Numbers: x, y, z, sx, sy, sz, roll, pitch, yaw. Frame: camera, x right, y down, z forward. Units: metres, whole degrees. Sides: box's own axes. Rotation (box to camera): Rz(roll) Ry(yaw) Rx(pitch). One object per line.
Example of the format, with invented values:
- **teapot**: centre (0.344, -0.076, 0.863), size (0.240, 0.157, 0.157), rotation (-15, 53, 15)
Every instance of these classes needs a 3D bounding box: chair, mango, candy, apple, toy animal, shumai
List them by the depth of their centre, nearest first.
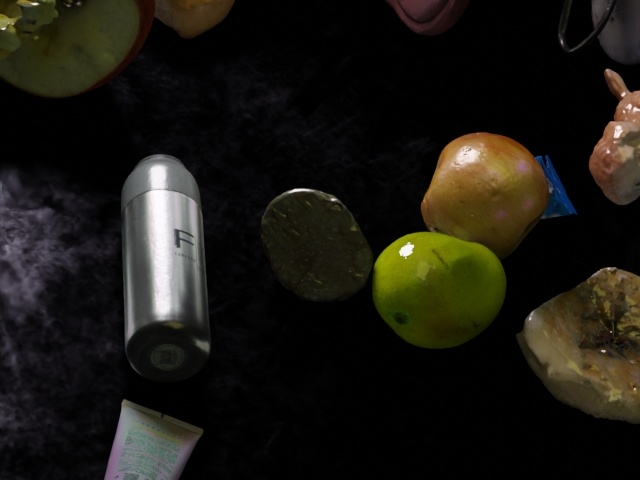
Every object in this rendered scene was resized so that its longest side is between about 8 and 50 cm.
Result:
- **mango**: centre (0.124, 0.051, 1.641), size (0.163, 0.089, 0.117), rotation (7, 63, -37)
- **shumai**: centre (-0.001, 0.001, 1.648), size (0.124, 0.099, 0.087), rotation (60, 12, -5)
- **apple**: centre (-0.273, -0.249, 1.704), size (0.195, 0.173, 0.160), rotation (13, 43, -15)
- **apple**: centre (0.172, -0.048, 1.752), size (0.146, 0.146, 0.146), rotation (16, 39, -13)
- **candy**: centre (0.223, -0.057, 1.881), size (0.136, 0.038, 0.088), rotation (-7, 61, -26)
- **toy animal**: centre (0.368, -0.128, 1.997), size (0.185, 0.104, 0.184), rotation (-27, 63, -40)
- **chair**: centre (0.248, -0.356, 2.096), size (0.400, 0.227, 0.227), rotation (5, 42, -24)

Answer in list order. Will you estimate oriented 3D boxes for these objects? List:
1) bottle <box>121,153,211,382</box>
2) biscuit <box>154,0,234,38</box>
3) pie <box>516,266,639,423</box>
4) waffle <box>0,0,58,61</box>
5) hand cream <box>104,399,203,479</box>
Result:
- **bottle**: centre (-0.143, 0.024, 1.542), size (0.096, 0.079, 0.254), rotation (48, 21, -39)
- **biscuit**: centre (-0.211, -0.360, 1.938), size (0.274, 0.091, 0.213), rotation (29, 39, 7)
- **pie**: centre (0.316, 0.118, 1.716), size (0.185, 0.052, 0.218), rotation (46, 44, 16)
- **waffle**: centre (-0.359, -0.260, 1.594), size (0.073, 0.317, 0.297), rotation (41, 32, -52)
- **hand cream**: centre (-0.148, 0.195, 1.369), size (0.076, 0.047, 0.174), rotation (22, 29, -5)
